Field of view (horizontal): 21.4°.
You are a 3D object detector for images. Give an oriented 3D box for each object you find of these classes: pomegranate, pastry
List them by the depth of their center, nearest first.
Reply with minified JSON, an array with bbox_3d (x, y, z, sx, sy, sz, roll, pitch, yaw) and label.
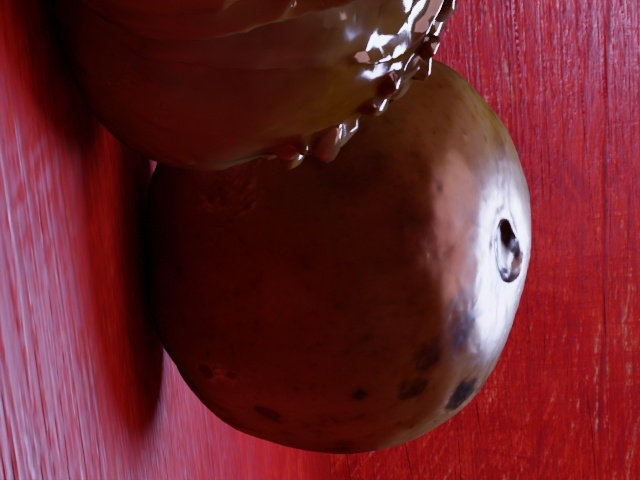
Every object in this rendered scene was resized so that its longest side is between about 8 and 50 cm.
[{"bbox_3d":[-0.020,-0.183,0.669,0.316,0.184,0.284,83,2,-46],"label":"pastry"},{"bbox_3d":[0.000,0.000,0.886,0.215,0.215,0.215,-4,90,-88],"label":"pomegranate"}]
